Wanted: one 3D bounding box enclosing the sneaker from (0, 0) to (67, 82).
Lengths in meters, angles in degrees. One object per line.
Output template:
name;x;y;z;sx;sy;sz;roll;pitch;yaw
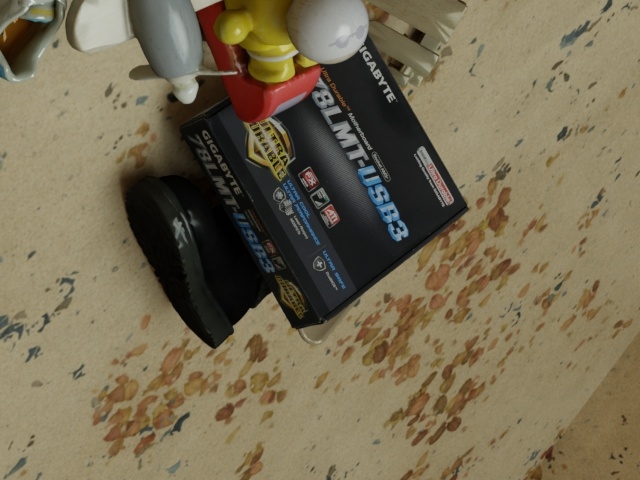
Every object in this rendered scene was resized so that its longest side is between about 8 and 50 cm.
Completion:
sneaker;-0.284;-0.268;1.742;0.087;0.092;0.228;2;121;-39

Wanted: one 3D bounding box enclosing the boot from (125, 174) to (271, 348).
boot;-0.099;-0.035;2.224;0.260;0.131;0.348;-40;153;-14

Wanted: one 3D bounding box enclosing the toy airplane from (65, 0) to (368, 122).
toy airplane;-0.043;-0.303;1.841;0.386;0.272;0.384;-51;148;12

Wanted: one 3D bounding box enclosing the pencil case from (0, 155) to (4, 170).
pencil case;-0.421;-0.164;1.616;0.184;0.160;0.410;-28;145;-12

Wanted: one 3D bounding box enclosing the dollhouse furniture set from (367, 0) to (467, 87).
dollhouse furniture set;0.108;-0.292;2.325;0.144;0.123;0.151;-60;-176;16

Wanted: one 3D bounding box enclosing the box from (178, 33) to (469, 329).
box;0.010;-0.088;2.158;0.293;0.295;0.073;-35;-170;-34

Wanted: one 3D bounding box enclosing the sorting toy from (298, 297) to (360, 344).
sorting toy;0.000;0.000;2.236;0.193;0.038;0.208;-49;130;-33
